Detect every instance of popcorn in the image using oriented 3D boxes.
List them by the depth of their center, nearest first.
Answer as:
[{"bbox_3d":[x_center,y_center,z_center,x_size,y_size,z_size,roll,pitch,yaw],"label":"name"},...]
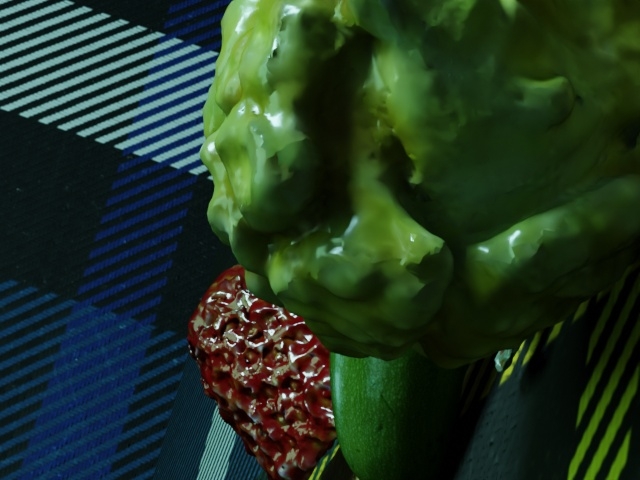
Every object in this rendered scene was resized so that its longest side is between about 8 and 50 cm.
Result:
[{"bbox_3d":[0.074,-0.086,0.941,0.335,0.279,0.274,-58,-9,-29],"label":"popcorn"}]

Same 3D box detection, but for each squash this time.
[{"bbox_3d":[0.071,0.006,1.180,0.107,0.107,0.395,-100,20,-73],"label":"squash"}]

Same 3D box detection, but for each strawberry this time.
[{"bbox_3d":[-0.026,0.093,1.437,0.234,0.178,0.234,-59,-1,-1],"label":"strawberry"}]

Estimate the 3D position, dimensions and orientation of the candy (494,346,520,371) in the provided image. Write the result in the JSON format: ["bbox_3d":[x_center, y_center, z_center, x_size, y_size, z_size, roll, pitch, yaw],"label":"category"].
[{"bbox_3d":[0.141,0.005,1.114,0.053,0.046,0.182,137,145,-66],"label":"candy"}]

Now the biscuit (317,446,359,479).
[{"bbox_3d":[0.013,0.273,1.387,0.160,0.030,0.249,120,166,-47],"label":"biscuit"}]
